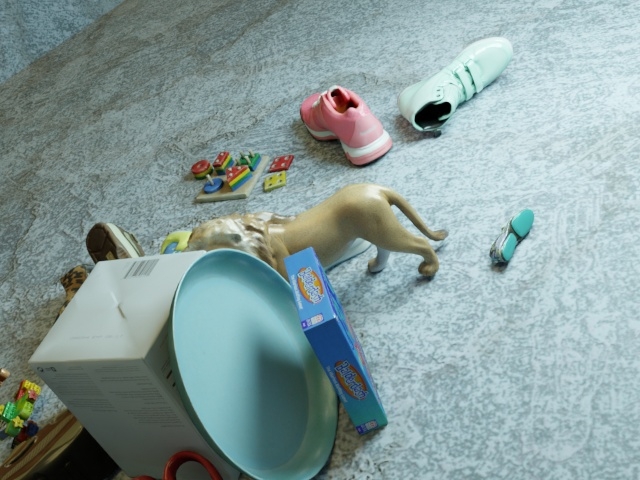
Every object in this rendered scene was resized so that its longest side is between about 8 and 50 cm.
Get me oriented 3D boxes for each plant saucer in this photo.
[{"bbox_3d":[-0.088,0.164,1.041,0.043,0.317,0.318,-28,31,28],"label":"plant saucer"}]

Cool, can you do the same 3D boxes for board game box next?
[{"bbox_3d":[0.021,0.136,1.083,0.047,0.210,0.160,-23,35,3],"label":"board game box"}]

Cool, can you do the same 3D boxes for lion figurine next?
[{"bbox_3d":[0.000,0.000,1.239,0.392,0.240,0.142,-30,30,-7],"label":"lion figurine"}]

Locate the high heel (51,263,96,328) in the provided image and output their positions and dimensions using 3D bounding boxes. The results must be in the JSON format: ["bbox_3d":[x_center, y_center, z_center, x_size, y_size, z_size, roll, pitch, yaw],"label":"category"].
[{"bbox_3d":[-0.477,0.137,1.511,0.186,0.093,0.261,-6,33,31],"label":"high heel"}]

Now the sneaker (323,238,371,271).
[{"bbox_3d":[-0.022,0.015,1.371,0.228,0.092,0.087,-35,37,-9],"label":"sneaker"}]

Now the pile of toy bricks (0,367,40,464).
[{"bbox_3d":[-0.495,0.283,1.294,0.105,0.118,0.212,-37,32,20],"label":"pile of toy bricks"}]

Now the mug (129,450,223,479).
[{"bbox_3d":[-0.170,0.352,0.997,0.169,0.113,0.150,6,90,33],"label":"mug"}]

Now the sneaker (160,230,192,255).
[{"bbox_3d":[-0.210,0.045,1.473,0.240,0.091,0.126,-5,51,39],"label":"sneaker"}]

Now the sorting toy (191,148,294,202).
[{"bbox_3d":[-0.187,-0.146,1.725,0.274,0.046,0.132,-4,41,29],"label":"sorting toy"}]

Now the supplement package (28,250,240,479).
[{"bbox_3d":[-0.219,0.181,1.131,0.199,0.263,0.198,-6,39,28],"label":"supplement package"}]

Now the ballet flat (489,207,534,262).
[{"bbox_3d":[0.293,-0.009,1.247,0.041,0.041,0.114,8,47,39],"label":"ballet flat"}]

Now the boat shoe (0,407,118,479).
[{"bbox_3d":[-0.413,0.354,1.176,0.119,0.123,0.324,9,39,47],"label":"boat shoe"}]

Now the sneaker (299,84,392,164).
[{"bbox_3d":[0.041,-0.274,1.665,0.116,0.136,0.314,-33,35,-11],"label":"sneaker"}]

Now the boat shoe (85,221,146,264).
[{"bbox_3d":[-0.332,0.073,1.462,0.095,0.095,0.258,-39,65,21],"label":"boat shoe"}]

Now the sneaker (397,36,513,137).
[{"bbox_3d":[0.280,-0.297,1.574,0.255,0.094,0.151,-31,28,11],"label":"sneaker"}]
